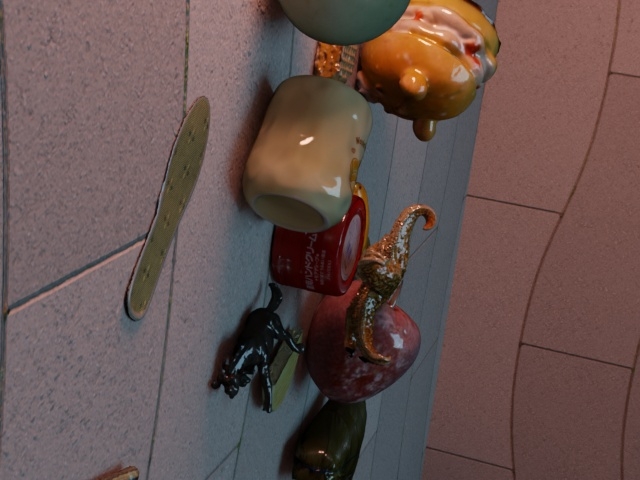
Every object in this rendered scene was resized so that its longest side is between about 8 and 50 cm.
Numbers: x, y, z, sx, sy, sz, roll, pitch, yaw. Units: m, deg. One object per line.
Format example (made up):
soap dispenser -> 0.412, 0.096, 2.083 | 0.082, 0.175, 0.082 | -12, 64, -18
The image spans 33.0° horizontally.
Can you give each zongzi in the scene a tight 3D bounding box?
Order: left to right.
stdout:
zongzi -> 0.032, 0.384, 2.316 | 0.260, 0.123, 0.289 | 44, 60, -74

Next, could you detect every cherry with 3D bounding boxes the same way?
cherry -> 0.090, 0.196, 2.207 | 0.285, 0.236, 0.213 | -58, -164, 3

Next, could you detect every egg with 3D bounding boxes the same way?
egg -> 0.038, -0.397, 1.628 | 0.282, 0.203, 0.203 | -28, 128, -66

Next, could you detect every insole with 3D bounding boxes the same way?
insole -> -0.198, -0.046, 1.434 | 0.109, 0.007, 0.322 | 62, 42, -65

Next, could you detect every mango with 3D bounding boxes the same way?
mango -> 0.060, -0.024, 2.218 | 0.098, 0.075, 0.190 | 58, 39, -75

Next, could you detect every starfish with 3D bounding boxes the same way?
starfish -> 0.111, 0.084, 1.967 | 0.312, 0.113, 0.303 | 104, 5, -67

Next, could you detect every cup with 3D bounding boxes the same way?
cup -> -0.045, -0.123, 1.708 | 0.173, 0.255, 0.202 | 30, 65, -29

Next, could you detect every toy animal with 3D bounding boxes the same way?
toy animal -> -0.100, 0.184, 1.800 | 0.148, 0.084, 0.233 | 84, 28, -45

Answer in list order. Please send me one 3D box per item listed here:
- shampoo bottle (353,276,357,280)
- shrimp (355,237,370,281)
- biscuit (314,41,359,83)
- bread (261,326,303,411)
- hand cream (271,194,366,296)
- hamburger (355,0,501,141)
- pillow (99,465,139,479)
shampoo bottle -> 0.040, 0.190, 2.341 | 0.087, 0.049, 0.234 | -27, 127, -69
shrimp -> 0.084, 0.120, 2.431 | 0.154, 0.062, 0.294 | -45, 144, -75
biscuit -> 0.053, -0.458, 1.902 | 0.094, 0.054, 0.379 | -6, 107, -72
bread -> -0.078, 0.254, 2.014 | 0.193, 0.036, 0.112 | -60, 161, -56
hand cream -> 0.000, 0.000, 1.934 | 0.193, 0.125, 0.193 | 10, 90, -74
hamburger -> 0.203, -0.342, 2.144 | 0.237, 0.276, 0.276 | -64, 160, -18
pillow -> -0.305, 0.394, 1.347 | 0.255, 0.034, 0.189 | -2, 106, -75
